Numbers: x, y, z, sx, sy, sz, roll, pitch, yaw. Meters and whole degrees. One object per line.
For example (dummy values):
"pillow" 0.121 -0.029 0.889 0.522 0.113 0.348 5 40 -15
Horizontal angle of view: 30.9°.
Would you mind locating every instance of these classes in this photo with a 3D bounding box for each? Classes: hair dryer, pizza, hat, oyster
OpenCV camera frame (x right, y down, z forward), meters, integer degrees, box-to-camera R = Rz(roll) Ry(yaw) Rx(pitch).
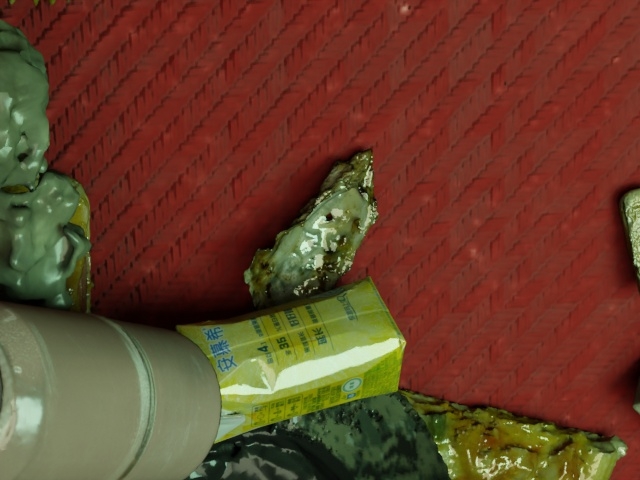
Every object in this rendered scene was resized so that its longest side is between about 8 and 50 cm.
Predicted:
"hair dryer" -0.244 0.151 0.704 0.344 0.189 0.107 -31 69 20
"pizza" 0.095 0.197 0.886 0.292 0.058 0.197 -24 109 0
"hat" -0.048 0.202 0.817 0.265 0.266 0.128 0 139 -8
"oyster" -0.001 0.000 0.823 0.132 0.029 0.086 -38 133 -8

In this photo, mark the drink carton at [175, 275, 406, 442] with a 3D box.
"drink carton" -0.047 0.087 0.787 0.200 0.084 0.074 -14 142 -18

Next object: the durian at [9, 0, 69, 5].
"durian" -0.166 -0.251 0.627 0.172 0.306 0.166 31 145 -17

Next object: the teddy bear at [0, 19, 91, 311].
"teddy bear" -0.320 0.013 0.692 0.357 0.224 0.368 9 112 -1

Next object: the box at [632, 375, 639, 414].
"box" 0.350 0.116 0.840 0.141 0.058 0.201 42 138 -17

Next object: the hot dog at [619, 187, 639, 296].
"hot dog" 0.243 0.005 0.859 0.030 0.034 0.090 -13 91 8

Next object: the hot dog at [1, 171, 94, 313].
"hot dog" -0.202 0.089 0.810 0.087 0.061 0.286 2 107 3
